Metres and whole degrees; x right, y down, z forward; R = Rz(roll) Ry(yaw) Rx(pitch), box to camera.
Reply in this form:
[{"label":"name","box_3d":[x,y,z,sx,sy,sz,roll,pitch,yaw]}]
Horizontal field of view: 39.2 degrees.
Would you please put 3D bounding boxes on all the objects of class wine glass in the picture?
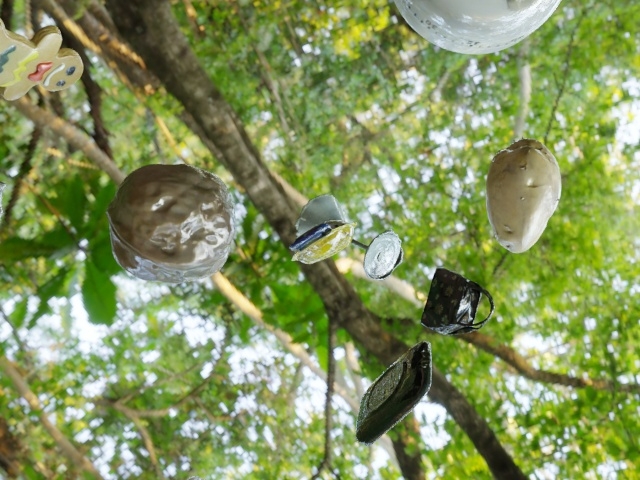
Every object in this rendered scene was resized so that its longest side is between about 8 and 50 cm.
[{"label":"wine glass","box_3d":[0.068,-0.002,2.044,0.156,0.156,0.232,-43,-137,-20]}]

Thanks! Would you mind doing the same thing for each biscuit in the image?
[{"label":"biscuit","box_3d":[-0.483,-0.286,1.463,0.158,0.240,0.035,-44,-113,27]}]

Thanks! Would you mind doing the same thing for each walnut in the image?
[{"label":"walnut","box_3d":[-0.308,-0.031,1.850,0.273,0.273,0.227,-9,-116,24]}]

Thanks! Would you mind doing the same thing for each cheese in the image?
[{"label":"cheese","box_3d":[0.000,0.000,1.814,0.156,0.064,0.250,-31,171,9]}]

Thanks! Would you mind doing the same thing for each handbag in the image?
[{"label":"handbag","box_3d":[0.253,0.113,1.587,0.139,0.072,0.115,5,-105,55]}]

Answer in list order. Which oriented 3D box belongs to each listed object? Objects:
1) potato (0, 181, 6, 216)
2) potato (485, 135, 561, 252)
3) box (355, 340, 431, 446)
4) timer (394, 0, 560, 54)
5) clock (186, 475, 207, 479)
[{"label":"potato","box_3d":[-0.538,-0.085,1.031,0.301,0.288,0.237,-50,-147,2]},{"label":"potato","box_3d":[0.410,-0.100,1.844,0.235,0.161,0.128,-60,-179,-11]},{"label":"box","box_3d":[0.140,0.286,1.706,0.201,0.042,0.212,-48,-171,25]},{"label":"timer","box_3d":[0.198,-0.355,1.152,0.233,0.234,0.240,-33,-179,-8]},{"label":"clock","box_3d":[-0.055,0.421,1.062,0.102,0.338,0.338,-51,-140,-9]}]
